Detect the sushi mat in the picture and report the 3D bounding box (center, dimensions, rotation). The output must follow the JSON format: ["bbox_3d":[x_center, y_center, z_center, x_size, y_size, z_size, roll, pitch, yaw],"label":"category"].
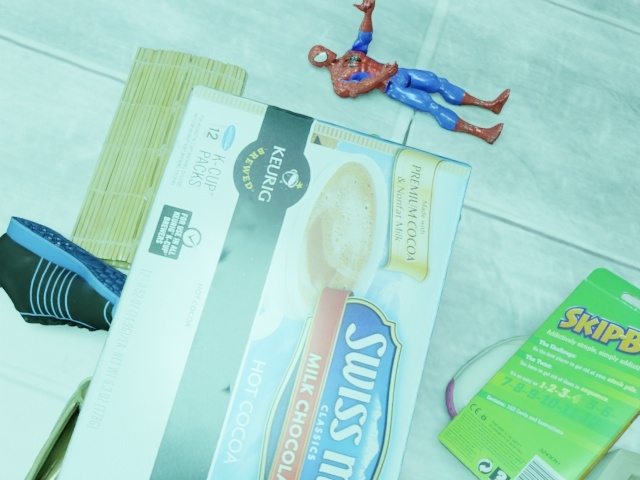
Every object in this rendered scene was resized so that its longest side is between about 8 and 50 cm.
[{"bbox_3d":[-0.200,-0.108,0.825,0.151,0.019,0.317,12,66,-2],"label":"sushi mat"}]

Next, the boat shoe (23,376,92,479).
[{"bbox_3d":[-0.223,0.213,0.653,0.104,0.089,0.285,24,66,3],"label":"boat shoe"}]

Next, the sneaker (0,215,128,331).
[{"bbox_3d":[-0.269,0.063,0.705,0.232,0.081,0.091,30,93,21],"label":"sneaker"}]

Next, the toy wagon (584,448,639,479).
[{"bbox_3d":[0.341,0.384,0.619,0.267,0.068,0.345,20,52,-17],"label":"toy wagon"}]

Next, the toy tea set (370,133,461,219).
[{"bbox_3d":[0.000,0.000,0.751,0.336,0.124,0.200,-41,79,-20],"label":"toy tea set"}]

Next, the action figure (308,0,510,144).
[{"bbox_3d":[0.120,-0.228,0.859,0.280,0.139,0.092,16,66,2],"label":"action figure"}]

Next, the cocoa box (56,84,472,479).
[{"bbox_3d":[-0.041,0.093,0.557,0.227,0.231,0.347,16,77,-1],"label":"cocoa box"}]

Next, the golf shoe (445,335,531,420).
[{"bbox_3d":[0.292,0.143,0.728,0.306,0.140,0.115,-12,71,-11],"label":"golf shoe"}]

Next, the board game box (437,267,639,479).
[{"bbox_3d":[0.253,0.151,0.658,0.259,0.039,0.124,-45,53,-7],"label":"board game box"}]
